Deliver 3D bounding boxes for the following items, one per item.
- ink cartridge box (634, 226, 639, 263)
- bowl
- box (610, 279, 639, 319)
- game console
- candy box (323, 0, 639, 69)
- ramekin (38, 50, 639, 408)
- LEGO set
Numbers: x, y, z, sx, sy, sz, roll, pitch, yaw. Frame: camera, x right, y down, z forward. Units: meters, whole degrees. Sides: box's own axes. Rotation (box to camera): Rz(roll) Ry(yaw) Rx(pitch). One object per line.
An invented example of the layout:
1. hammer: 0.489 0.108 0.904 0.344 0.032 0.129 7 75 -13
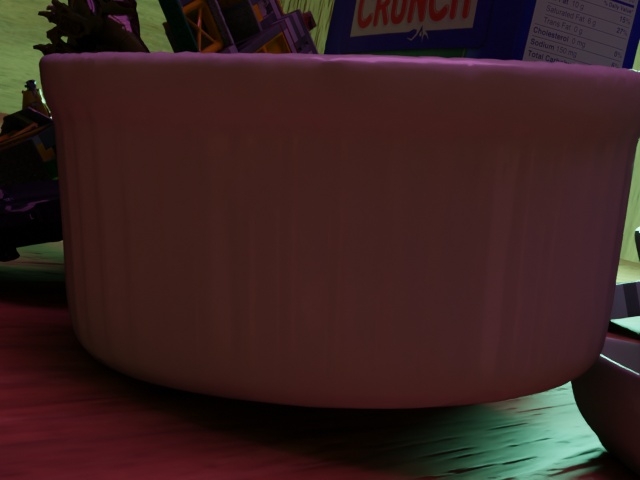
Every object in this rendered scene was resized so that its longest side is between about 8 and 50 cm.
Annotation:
1. ink cartridge box: 0.346 -0.017 0.674 0.324 0.072 0.330 -15 2 12
2. bowl: 0.192 0.091 0.563 0.142 0.053 0.142 13 5 -10
3. box: 0.360 0.049 1.184 0.186 0.038 0.145 -12 -5 21
4. game console: -0.089 -0.019 0.768 0.213 0.044 0.361 -21 -7 41
5. candy box: 0.105 -0.100 0.958 0.122 0.317 0.268 10 5 -31
6. ramekin: 0.010 -0.015 0.558 0.277 0.135 0.277 2 6 0
7. LEGO set: -0.156 -0.155 0.835 0.331 0.255 0.192 -24 13 29
